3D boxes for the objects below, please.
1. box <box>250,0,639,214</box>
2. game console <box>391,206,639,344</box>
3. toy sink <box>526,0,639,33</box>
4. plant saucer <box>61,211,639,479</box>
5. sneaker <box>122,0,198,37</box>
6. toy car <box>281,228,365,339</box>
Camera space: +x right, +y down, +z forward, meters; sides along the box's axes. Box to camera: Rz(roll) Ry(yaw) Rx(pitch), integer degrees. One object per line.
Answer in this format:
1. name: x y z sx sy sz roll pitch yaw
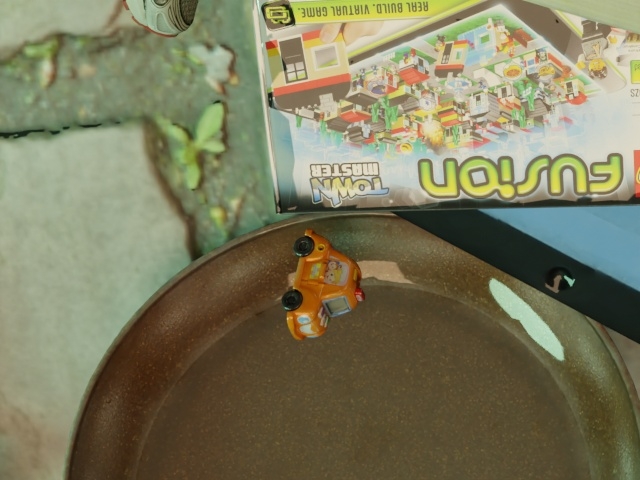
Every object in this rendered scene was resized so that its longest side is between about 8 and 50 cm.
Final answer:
1. box: 0.076 -0.072 0.856 0.207 0.036 0.114 -2 111 13
2. game console: 0.188 -0.104 0.864 0.387 0.060 0.342 28 127 1
3. toy sink: 0.157 -0.167 0.729 0.234 0.153 0.131 18 120 9
4. plant saucer: 0.018 0.130 0.956 0.311 0.310 0.050 1 155 11
5. sneaker: -0.037 -0.195 0.879 0.093 0.088 0.225 24 119 -3
6. toy car: 0.000 0.000 0.935 0.041 0.060 0.122 7 140 14
